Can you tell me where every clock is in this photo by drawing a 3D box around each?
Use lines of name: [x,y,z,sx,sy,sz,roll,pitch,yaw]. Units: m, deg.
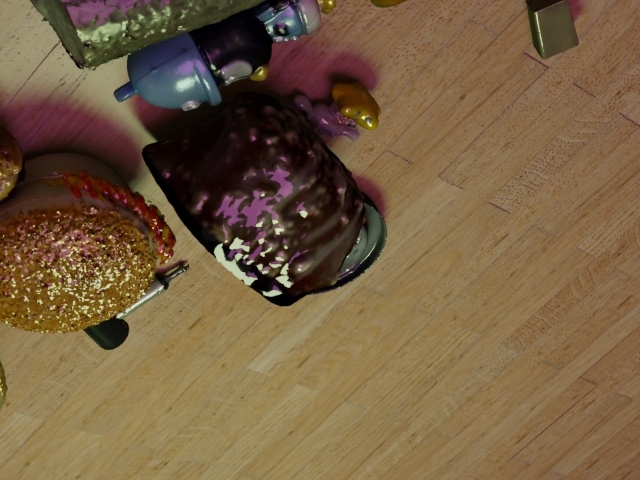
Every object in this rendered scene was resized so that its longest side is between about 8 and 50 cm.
clock: [0.000,0.000,2.291,0.215,0.042,0.215,-12,137,-11]

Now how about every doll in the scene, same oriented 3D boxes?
doll: [0.020,-0.191,2.093,0.135,0.071,0.113,10,148,-24]
doll: [-0.129,-0.259,1.875,0.314,0.141,0.177,-27,-177,-4]

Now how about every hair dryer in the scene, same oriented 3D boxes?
hair dryer: [-0.293,0.087,2.258,0.197,0.057,0.100,-34,138,0]

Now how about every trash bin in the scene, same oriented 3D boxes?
trash bin: [0.339,-0.320,2.102,0.061,0.043,0.092,-23,138,1]

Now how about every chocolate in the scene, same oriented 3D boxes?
chocolate: [-0.066,-0.075,2.051,0.210,0.225,0.340,-39,124,12]

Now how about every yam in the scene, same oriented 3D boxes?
yam: [-0.202,-0.334,1.720,0.300,0.195,0.195,-24,139,-10]

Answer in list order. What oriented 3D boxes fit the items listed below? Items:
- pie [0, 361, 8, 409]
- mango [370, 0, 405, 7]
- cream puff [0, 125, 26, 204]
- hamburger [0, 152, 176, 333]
pie: [-0.624,0.226,2.247,0.274,0.055,0.274,-10,132,-11]
mango: [0.135,-0.379,1.921,0.165,0.089,0.115,-20,148,1]
cream puff: [-0.462,-0.099,1.914,0.119,0.133,0.104,25,150,11]
hamburger: [-0.369,0.014,2.038,0.294,0.179,0.276,-34,138,13]
